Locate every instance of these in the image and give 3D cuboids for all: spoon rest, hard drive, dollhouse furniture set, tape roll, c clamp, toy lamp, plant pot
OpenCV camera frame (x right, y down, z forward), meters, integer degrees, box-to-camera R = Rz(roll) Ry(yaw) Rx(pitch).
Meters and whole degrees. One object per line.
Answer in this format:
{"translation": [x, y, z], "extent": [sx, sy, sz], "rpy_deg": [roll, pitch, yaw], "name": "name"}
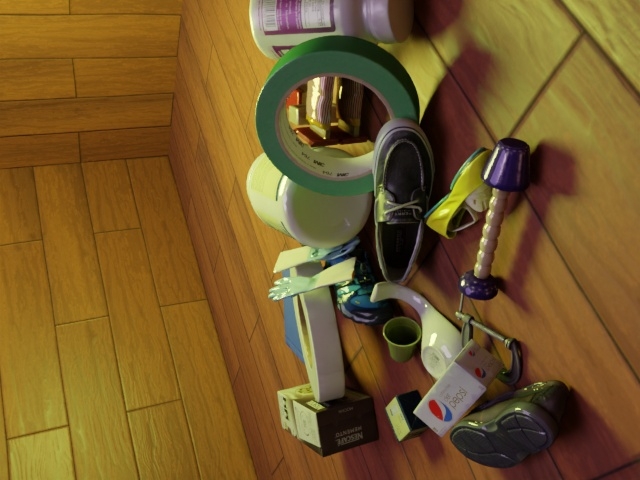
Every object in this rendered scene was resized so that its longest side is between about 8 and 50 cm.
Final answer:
{"translation": [0.219, 0.185, 1.282], "extent": [0.276, 0.084, 0.137], "rpy_deg": [49, 143, 31], "name": "spoon rest"}
{"translation": [-0.067, 0.212, 1.982], "extent": [0.210, 0.040, 0.319], "rpy_deg": [-148, 53, -61], "name": "hard drive"}
{"translation": [-0.022, -0.375, 1.529], "extent": [0.374, 0.152, 0.201], "rpy_deg": [-136, 43, -55], "name": "dollhouse furniture set"}
{"translation": [0.035, -0.237, 1.242], "extent": [0.077, 0.321, 0.321], "rpy_deg": [-75, -1, -49], "name": "tape roll"}
{"translation": [0.296, 0.177, 1.119], "extent": [0.160, 0.022, 0.137], "rpy_deg": [36, 132, 47], "name": "c clamp"}
{"translation": [0.286, -0.033, 1.029], "extent": [0.080, 0.080, 0.275], "rpy_deg": [-127, 34, -49], "name": "toy lamp"}
{"translation": [-0.012, 0.229, 1.657], "extent": [0.392, 0.072, 0.392], "rpy_deg": [169, 90, -83], "name": "tape roll"}
{"translation": [0.179, 0.224, 1.378], "extent": [0.083, 0.083, 0.079], "rpy_deg": [-123, 20, -44], "name": "plant pot"}

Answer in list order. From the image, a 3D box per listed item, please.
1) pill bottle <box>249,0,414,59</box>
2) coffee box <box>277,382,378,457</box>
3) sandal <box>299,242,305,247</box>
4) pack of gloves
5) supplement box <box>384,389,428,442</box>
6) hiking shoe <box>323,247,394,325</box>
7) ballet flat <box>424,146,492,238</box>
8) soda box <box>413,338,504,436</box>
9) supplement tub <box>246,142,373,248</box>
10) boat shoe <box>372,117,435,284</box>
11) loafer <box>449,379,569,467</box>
{"translation": [0.024, -0.449, 1.245], "extent": [0.301, 0.169, 0.169], "rpy_deg": [7, 108, 29], "name": "pill bottle"}
{"translation": [0.013, 0.478, 1.727], "extent": [0.297, 0.168, 0.119], "rpy_deg": [174, 87, -68], "name": "coffee box"}
{"translation": [0.000, 0.000, 1.704], "extent": [0.060, 0.090, 0.219], "rpy_deg": [60, 159, -1], "name": "sandal"}
{"translation": [-0.009, 0.072, 1.491], "extent": [0.046, 0.232, 0.195], "rpy_deg": [61, -155, -27], "name": "pack of gloves"}
{"translation": [0.196, 0.394, 1.409], "extent": [0.083, 0.056, 0.083], "rpy_deg": [113, 142, -51], "name": "supplement box"}
{"translation": [0.081, 0.090, 1.500], "extent": [0.304, 0.113, 0.132], "rpy_deg": [-134, 40, -54], "name": "hiking shoe"}
{"translation": [0.258, -0.073, 1.101], "extent": [0.077, 0.077, 0.231], "rpy_deg": [51, 151, 14], "name": "ballet flat"}
{"translation": [0.249, 0.275, 1.154], "extent": [0.074, 0.069, 0.216], "rpy_deg": [39, 141, 17], "name": "soda box"}
{"translation": [-0.041, -0.122, 1.556], "extent": [0.325, 0.235, 0.236], "rpy_deg": [-154, 58, -63], "name": "supplement tub"}
{"translation": [0.164, -0.065, 1.218], "extent": [0.119, 0.121, 0.335], "rpy_deg": [-84, -10, -58], "name": "boat shoe"}
{"translation": [0.324, 0.313, 1.072], "extent": [0.109, 0.095, 0.302], "rpy_deg": [44, 152, 8], "name": "loafer"}
